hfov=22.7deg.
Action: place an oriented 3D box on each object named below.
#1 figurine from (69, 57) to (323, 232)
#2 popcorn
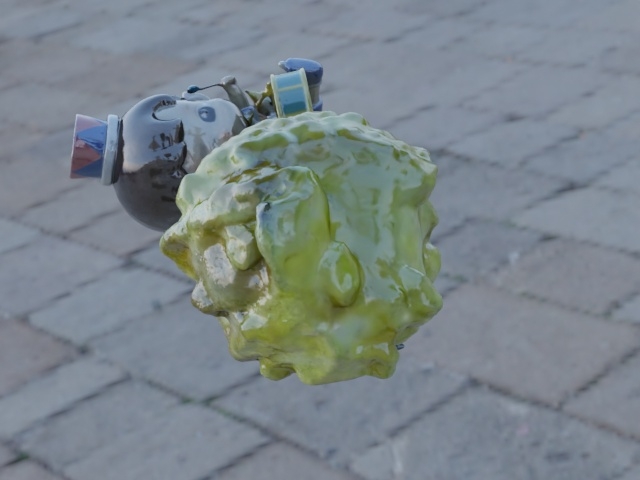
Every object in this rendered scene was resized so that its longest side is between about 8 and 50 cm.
[{"bbox_3d":[-0.117,-0.091,1.605,0.275,0.161,0.158,-16,-20,0],"label":"figurine"},{"bbox_3d":[0.000,0.006,0.956,0.173,0.142,0.173,8,49,-9],"label":"popcorn"}]
